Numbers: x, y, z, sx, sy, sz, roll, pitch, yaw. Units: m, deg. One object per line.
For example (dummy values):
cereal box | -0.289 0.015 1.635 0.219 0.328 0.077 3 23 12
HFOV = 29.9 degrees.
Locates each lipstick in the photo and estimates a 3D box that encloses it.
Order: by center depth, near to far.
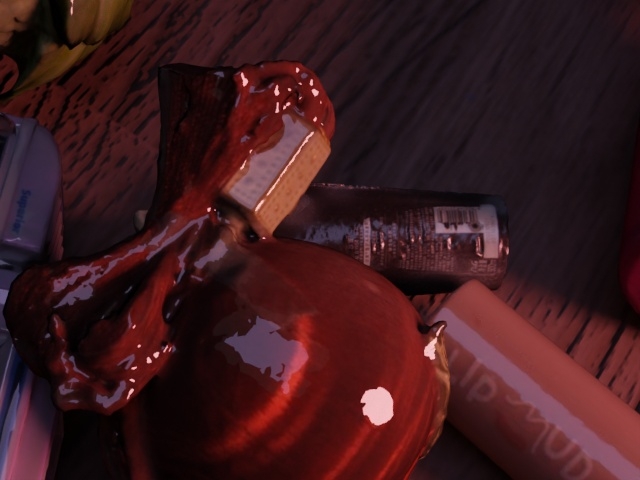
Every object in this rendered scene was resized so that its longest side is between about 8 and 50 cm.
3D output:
lipstick | 0.154 0.126 0.620 0.254 0.070 0.070 41 68 16

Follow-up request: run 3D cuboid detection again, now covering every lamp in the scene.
lamp | -0.020 0.049 0.572 0.151 0.223 0.215 17 66 44

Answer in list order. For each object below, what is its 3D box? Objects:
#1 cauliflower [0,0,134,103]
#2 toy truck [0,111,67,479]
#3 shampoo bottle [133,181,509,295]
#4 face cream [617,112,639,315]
cauliflower | -0.206 -0.229 0.675 0.256 0.239 0.315 -5 104 -36
toy truck | -0.199 0.057 0.605 0.155 0.124 0.268 12 65 -6
shampoo bottle | 0.000 -0.001 0.678 0.207 0.063 0.057 0 52 -4
face cream | 0.262 -0.050 0.658 0.175 0.175 0.195 16 63 4
